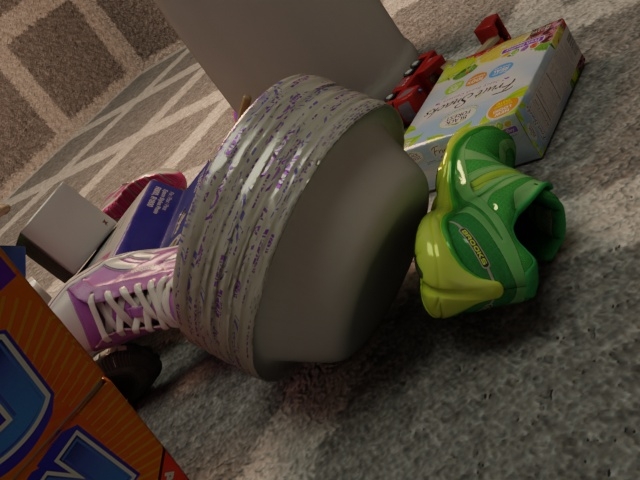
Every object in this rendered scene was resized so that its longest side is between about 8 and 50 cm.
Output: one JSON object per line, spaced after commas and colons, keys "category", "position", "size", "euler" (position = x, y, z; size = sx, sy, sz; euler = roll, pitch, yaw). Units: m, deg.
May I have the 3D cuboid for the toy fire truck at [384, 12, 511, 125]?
{"category": "toy fire truck", "position": [0.185, -0.247, 1.256], "size": [0.135, 0.047, 0.192], "euler": [-9, 36, 48]}

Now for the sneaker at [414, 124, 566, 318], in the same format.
{"category": "sneaker", "position": [0.164, -0.018, 0.797], "size": [0.123, 0.110, 0.296], "euler": [2, 31, 16]}

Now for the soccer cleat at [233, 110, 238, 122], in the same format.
{"category": "soccer cleat", "position": [-0.083, -0.325, 1.789], "size": [0.248, 0.083, 0.095], "euler": [-45, 27, -25]}

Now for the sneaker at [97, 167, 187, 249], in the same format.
{"category": "sneaker", "position": [-0.362, -0.079, 1.693], "size": [0.252, 0.103, 0.111], "euler": [-27, 26, 25]}

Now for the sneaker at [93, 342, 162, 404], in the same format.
{"category": "sneaker", "position": [-0.287, 0.209, 1.051], "size": [0.234, 0.078, 0.106], "euler": [-29, 28, 25]}

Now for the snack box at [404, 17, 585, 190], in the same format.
{"category": "snack box", "position": [0.204, -0.161, 1.027], "size": [0.174, 0.070, 0.207], "euler": [-16, 32, 42]}

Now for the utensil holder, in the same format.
{"category": "utensil holder", "position": [-0.070, -0.375, 1.450], "size": [0.327, 0.385, 0.328], "euler": [-32, 23, 15]}

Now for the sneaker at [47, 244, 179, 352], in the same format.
{"category": "sneaker", "position": [-0.190, 0.065, 0.963], "size": [0.282, 0.102, 0.161], "euler": [-23, 14, -2]}

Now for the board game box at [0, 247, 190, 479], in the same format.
{"category": "board game box", "position": [-0.406, 0.202, 0.740], "size": [0.356, 0.356, 0.357], "euler": [13, 52, 40]}

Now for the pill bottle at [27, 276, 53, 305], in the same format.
{"category": "pill bottle", "position": [-0.583, 0.145, 1.611], "size": [0.160, 0.087, 0.087], "euler": [-44, 22, -15]}

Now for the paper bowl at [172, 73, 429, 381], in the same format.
{"category": "paper bowl", "position": [0.000, 0.000, 0.807], "size": [0.148, 0.284, 0.284], "euler": [25, 54, 17]}

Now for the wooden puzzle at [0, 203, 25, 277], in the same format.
{"category": "wooden puzzle", "position": [-0.499, 0.123, 1.321], "size": [0.322, 0.080, 0.348], "euler": [179, 95, -65]}

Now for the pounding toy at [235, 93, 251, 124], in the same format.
{"category": "pounding toy", "position": [-0.113, -0.127, 1.329], "size": [0.154, 0.155, 0.269], "euler": [-45, 22, -30]}

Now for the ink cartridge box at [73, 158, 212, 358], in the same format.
{"category": "ink cartridge box", "position": [-0.297, 0.041, 1.254], "size": [0.330, 0.071, 0.324], "euler": [-49, 16, 22]}

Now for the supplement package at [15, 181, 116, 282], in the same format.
{"category": "supplement package", "position": [-0.407, -0.008, 1.360], "size": [0.105, 0.105, 0.179], "euler": [-54, 13, -20]}
